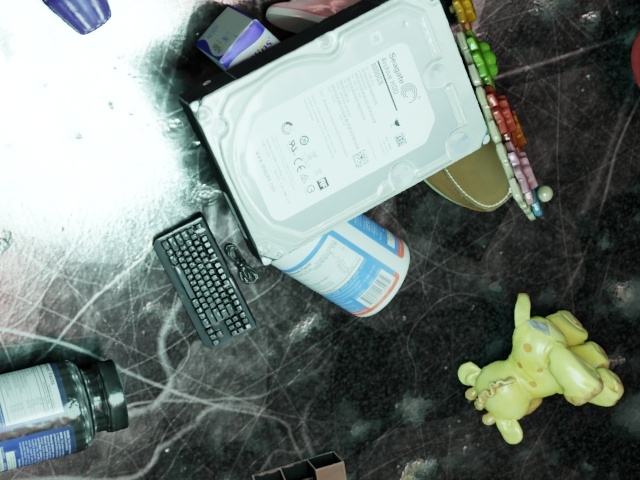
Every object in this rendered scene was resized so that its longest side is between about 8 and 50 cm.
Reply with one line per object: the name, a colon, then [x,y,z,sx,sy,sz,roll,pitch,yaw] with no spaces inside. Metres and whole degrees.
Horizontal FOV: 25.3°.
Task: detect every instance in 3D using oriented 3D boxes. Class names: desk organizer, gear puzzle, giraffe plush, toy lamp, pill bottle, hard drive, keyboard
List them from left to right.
toy lamp: [-0.342,-0.368,1.691,0.080,0.080,0.275,-35,112,-7]
pill bottle: [-0.363,0.223,1.829,0.219,0.123,0.123,-12,109,-17]
keyboard: [-0.141,0.052,1.917,0.108,0.023,0.180,-29,114,-10]
desk organizer: [-0.029,0.347,2.032,0.130,0.047,0.050,-14,108,-16]
pill bottle: [0.000,0.000,1.898,0.221,0.124,0.124,34,92,-25]
hard drive: [0.024,-0.149,1.759,0.339,0.064,0.237,-29,115,-12]
gear puzzle: [0.232,-0.196,1.876,0.044,0.175,0.339,-21,76,11]
giraffe plush: [0.304,0.200,2.062,0.210,0.181,0.170,27,116,-35]

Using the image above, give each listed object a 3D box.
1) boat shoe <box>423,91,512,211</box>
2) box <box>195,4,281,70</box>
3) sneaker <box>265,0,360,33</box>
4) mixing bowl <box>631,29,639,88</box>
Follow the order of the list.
boat shoe: [0.160,-0.164,1.910,0.122,0.120,0.324,-41,115,-6]
box: [-0.074,-0.221,1.804,0.137,0.126,0.072,40,91,-26]
sneaker: [-0.002,-0.307,1.852,0.134,0.051,0.070,6,75,-5]
mixing bowl: [0.511,-0.261,2.024,0.181,0.098,0.181,-5,107,-18]
